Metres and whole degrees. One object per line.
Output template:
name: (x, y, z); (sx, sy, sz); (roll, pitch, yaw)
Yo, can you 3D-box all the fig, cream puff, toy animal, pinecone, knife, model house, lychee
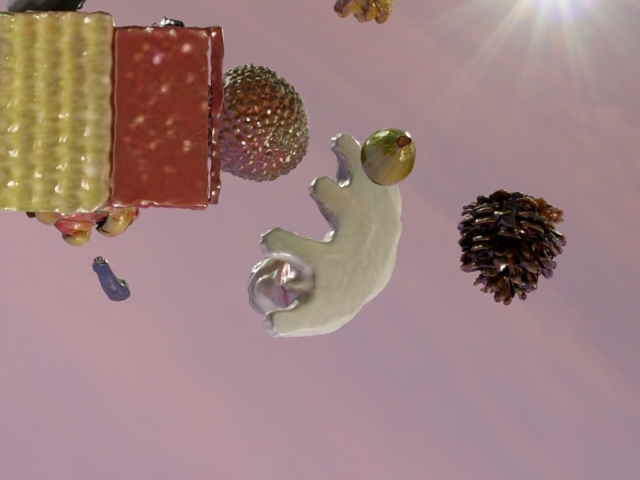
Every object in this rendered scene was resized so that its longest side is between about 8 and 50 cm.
fig: (0.091, -0.112, 1.611); (0.074, 0.088, 0.074); (9, -117, -18)
cream puff: (0.062, -0.360, 1.717); (0.122, 0.116, 0.094); (61, 179, 4)
toy animal: (0.000, 0.000, 1.963); (0.266, 0.188, 0.308); (-5, -100, -18)
pinecone: (0.268, 0.008, 1.776); (0.173, 0.173, 0.173); (31, -158, -14)
knife: (-0.280, 0.051, 1.660); (0.121, 0.031, 0.018); (78, 170, -65)
model house: (-0.233, -0.125, 1.205); (0.254, 0.196, 0.160); (-4, -170, -41)
lychee: (-0.105, -0.172, 1.779); (0.197, 0.165, 0.165); (28, -160, 10)

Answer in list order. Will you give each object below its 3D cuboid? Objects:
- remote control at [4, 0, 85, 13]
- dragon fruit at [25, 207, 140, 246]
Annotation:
remote control: (-0.220, -0.328, 1.296); (0.065, 0.128, 0.335); (42, -147, -18)
dragon fruit: (-0.337, -0.136, 1.845); (0.250, 0.291, 0.269); (18, -169, -23)
